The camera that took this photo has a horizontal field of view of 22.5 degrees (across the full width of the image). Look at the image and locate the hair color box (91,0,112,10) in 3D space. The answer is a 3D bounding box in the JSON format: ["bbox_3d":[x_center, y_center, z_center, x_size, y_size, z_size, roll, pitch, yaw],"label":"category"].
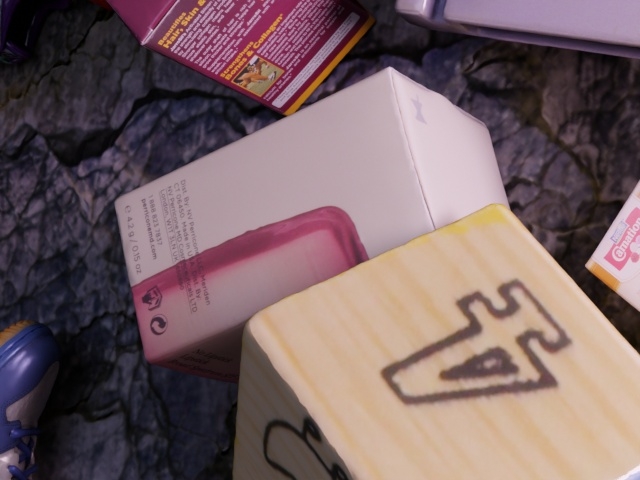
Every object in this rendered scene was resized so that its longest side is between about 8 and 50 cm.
[{"bbox_3d":[-0.145,-0.280,1.319,0.093,0.053,0.167,-3,76,31],"label":"hair color box"}]

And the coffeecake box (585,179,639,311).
[{"bbox_3d":[0.275,0.012,0.963,0.185,0.068,0.142,43,114,32],"label":"coffeecake box"}]

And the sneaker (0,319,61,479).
[{"bbox_3d":[-0.255,0.210,1.253,0.131,0.112,0.296,28,95,16],"label":"sneaker"}]

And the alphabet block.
[{"bbox_3d":[0.079,0.131,0.959,0.193,0.192,0.197,-23,56,-25],"label":"alphabet block"}]

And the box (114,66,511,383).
[{"bbox_3d":[0.000,0.000,1.103,0.232,0.148,0.127,-23,67,26],"label":"box"}]

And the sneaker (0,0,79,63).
[{"bbox_3d":[-0.304,-0.169,1.375,0.224,0.083,0.098,-43,65,15],"label":"sneaker"}]

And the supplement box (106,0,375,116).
[{"bbox_3d":[-0.060,-0.173,1.158,0.104,0.188,0.081,-48,58,13],"label":"supplement box"}]

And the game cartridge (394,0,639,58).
[{"bbox_3d":[0.231,-0.222,0.994,0.355,0.068,0.230,14,84,33],"label":"game cartridge"}]
